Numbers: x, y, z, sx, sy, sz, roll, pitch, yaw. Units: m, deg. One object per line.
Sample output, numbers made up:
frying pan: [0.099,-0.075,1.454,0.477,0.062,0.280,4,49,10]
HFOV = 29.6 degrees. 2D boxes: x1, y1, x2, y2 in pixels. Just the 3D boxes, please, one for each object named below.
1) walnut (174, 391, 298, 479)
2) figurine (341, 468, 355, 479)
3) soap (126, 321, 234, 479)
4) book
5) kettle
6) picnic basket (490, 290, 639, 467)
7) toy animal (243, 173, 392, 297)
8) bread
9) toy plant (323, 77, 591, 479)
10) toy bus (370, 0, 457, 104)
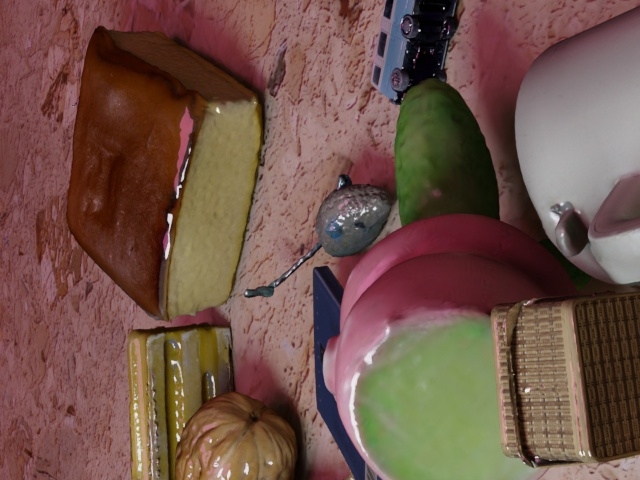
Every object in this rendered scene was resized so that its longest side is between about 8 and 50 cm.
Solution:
walnut: [-0.110,0.286,1.530,0.155,0.155,0.184,50,133,41]
figurine: [-0.037,0.415,1.429,0.207,0.166,0.387,27,107,30]
soap: [-0.189,0.232,1.648,0.076,0.135,0.233,-3,90,55]
book: [0.037,0.165,1.306,0.269,0.025,0.191,-125,31,-63]
kettle: [0.292,-0.092,0.824,0.318,0.265,0.205,-19,80,52]
picnic basket: [0.202,0.092,0.843,0.079,0.164,0.115,-10,84,53]
toy animal: [0.004,-0.002,1.400,0.253,0.079,0.070,-39,40,48]
bread: [-0.227,-0.100,1.670,0.333,0.143,0.324,36,122,47]
toy plant: [0.121,0.046,1.040,0.210,0.356,0.317,-6,109,18]
toy bus: [0.095,-0.210,1.269,0.075,0.060,0.123,40,127,51]
